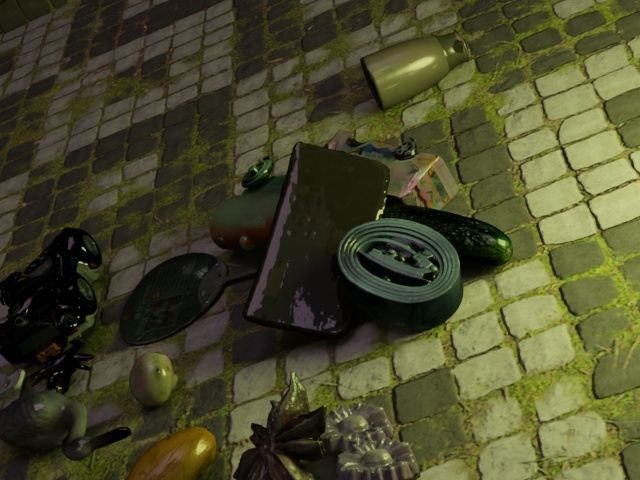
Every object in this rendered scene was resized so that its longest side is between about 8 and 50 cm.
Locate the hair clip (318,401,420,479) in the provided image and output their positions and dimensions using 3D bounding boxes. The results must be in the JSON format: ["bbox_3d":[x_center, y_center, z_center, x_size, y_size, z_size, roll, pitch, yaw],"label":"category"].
[{"bbox_3d":[0.059,0.273,1.590,0.106,0.085,0.292,-12,25,-9],"label":"hair clip"}]

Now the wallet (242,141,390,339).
[{"bbox_3d":[0.000,0.000,1.926,0.165,0.042,0.310,14,64,4],"label":"wallet"}]

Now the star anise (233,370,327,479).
[{"bbox_3d":[-0.044,0.268,1.617,0.182,0.065,0.195,-57,24,15],"label":"star anise"}]

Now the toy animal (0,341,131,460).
[{"bbox_3d":[-0.409,0.265,1.937,0.195,0.090,0.324,-38,28,-5],"label":"toy animal"}]

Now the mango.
[{"bbox_3d":[-0.213,0.322,1.722,0.190,0.075,0.098,-49,30,-20],"label":"mango"}]

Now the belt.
[{"bbox_3d":[0.112,0.046,1.827,0.190,0.082,0.141,22,58,26],"label":"belt"}]

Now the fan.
[{"bbox_3d":[-0.222,0.097,2.121,0.294,0.012,0.223,5,43,43],"label":"fan"}]

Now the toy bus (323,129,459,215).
[{"bbox_3d":[0.097,-0.108,2.104,0.112,0.090,0.274,-46,34,-18],"label":"toy bus"}]

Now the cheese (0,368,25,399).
[{"bbox_3d":[-0.560,0.273,2.027,0.255,0.050,0.127,-32,29,26],"label":"cheese"}]

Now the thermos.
[{"bbox_3d":[0.179,-0.325,2.364,0.193,0.105,0.137,-24,-1,-2],"label":"thermos"}]

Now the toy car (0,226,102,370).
[{"bbox_3d":[-0.464,0.108,2.195,0.193,0.118,0.301,-32,31,10],"label":"toy car"}]

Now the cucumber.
[{"bbox_3d":[0.187,-0.007,1.897,0.241,0.074,0.074,11,48,46],"label":"cucumber"}]

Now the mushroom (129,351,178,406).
[{"bbox_3d":[-0.250,0.209,1.926,0.083,0.067,0.084,-27,54,44],"label":"mushroom"}]

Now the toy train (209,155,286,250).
[{"bbox_3d":[-0.073,-0.050,2.098,0.177,0.116,0.285,-49,24,-23],"label":"toy train"}]
